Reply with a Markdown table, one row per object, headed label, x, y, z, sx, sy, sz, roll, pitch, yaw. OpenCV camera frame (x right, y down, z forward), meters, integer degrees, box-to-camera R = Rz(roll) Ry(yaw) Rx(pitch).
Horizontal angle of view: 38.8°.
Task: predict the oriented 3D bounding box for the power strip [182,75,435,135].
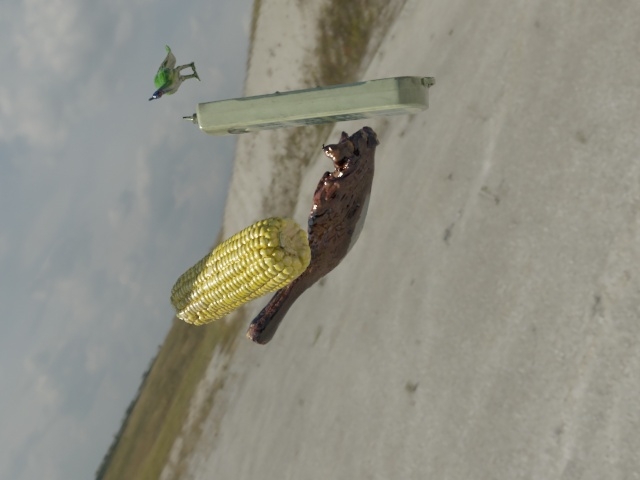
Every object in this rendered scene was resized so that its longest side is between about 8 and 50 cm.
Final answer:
| label | x | y | z | sx | sy | sz | roll | pitch | yaw |
| --- | --- | --- | --- | --- | --- | --- | --- | --- | --- |
| power strip | -0.013 | -0.114 | 0.784 | 0.080 | 0.226 | 0.029 | -22 | -73 | -75 |

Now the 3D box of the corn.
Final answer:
| label | x | y | z | sx | sy | sz | roll | pitch | yaw |
| --- | --- | --- | --- | --- | --- | --- | --- | --- | --- |
| corn | -0.111 | 0.042 | 1.234 | 0.244 | 0.093 | 0.093 | -28 | 26 | 43 |

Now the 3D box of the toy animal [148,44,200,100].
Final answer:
| label | x | y | z | sx | sy | sz | roll | pitch | yaw |
| --- | --- | --- | --- | --- | --- | --- | --- | --- | --- |
| toy animal | -0.240 | -0.289 | 1.531 | 0.217 | 0.075 | 0.041 | -91 | -12 | -55 |

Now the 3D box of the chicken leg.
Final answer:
| label | x | y | z | sx | sy | sz | roll | pitch | yaw |
| --- | --- | --- | --- | --- | --- | --- | --- | --- | --- |
| chicken leg | 0.000 | 0.000 | 1.505 | 0.407 | 0.096 | 0.158 | -62 | -21 | 12 |
